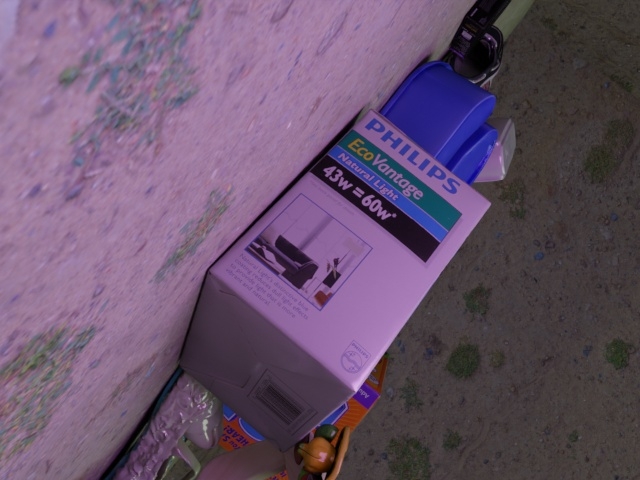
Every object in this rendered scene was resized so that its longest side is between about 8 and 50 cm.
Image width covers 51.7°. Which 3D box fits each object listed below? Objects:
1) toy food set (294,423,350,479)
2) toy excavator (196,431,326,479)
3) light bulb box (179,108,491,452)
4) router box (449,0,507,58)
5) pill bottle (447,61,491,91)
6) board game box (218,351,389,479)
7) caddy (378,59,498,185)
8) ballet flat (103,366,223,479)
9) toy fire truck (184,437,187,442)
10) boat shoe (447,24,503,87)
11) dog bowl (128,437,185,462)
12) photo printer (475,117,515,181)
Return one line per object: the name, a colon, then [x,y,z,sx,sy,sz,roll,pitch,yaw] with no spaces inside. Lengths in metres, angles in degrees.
toy food set: [-0.010,0.333,0.981,0.218,0.071,0.128,98,11,-68]
toy excavator: [-0.231,0.498,1.070,0.222,0.433,0.445,67,30,-55]
light bulb box: [0.007,0.068,0.971,0.361,0.225,0.358,-48,174,-32]
router box: [0.342,-0.468,1.331,0.179,0.046,0.133,-51,176,-11]
pill bottle: [0.331,-0.365,1.565,0.221,0.121,0.121,-49,175,-35]
board game box: [-0.074,0.371,1.734,0.356,0.356,0.356,-53,176,10]
caddy: [0.169,-0.160,1.198,0.341,0.179,0.241,-51,153,-9]
ballet flat: [-0.250,0.346,1.167,0.409,0.147,0.147,-54,175,17]
toy fire truck: [-0.354,0.501,1.910,0.135,0.047,0.192,-50,176,-43]
boat shoe: [0.349,-0.405,1.463,0.302,0.114,0.091,-60,175,-36]
dog bowl: [-0.295,0.380,1.363,0.297,0.074,0.166,-51,176,-27]
photo printer: [0.296,-0.211,1.579,0.256,0.307,0.107,-47,130,-58]
